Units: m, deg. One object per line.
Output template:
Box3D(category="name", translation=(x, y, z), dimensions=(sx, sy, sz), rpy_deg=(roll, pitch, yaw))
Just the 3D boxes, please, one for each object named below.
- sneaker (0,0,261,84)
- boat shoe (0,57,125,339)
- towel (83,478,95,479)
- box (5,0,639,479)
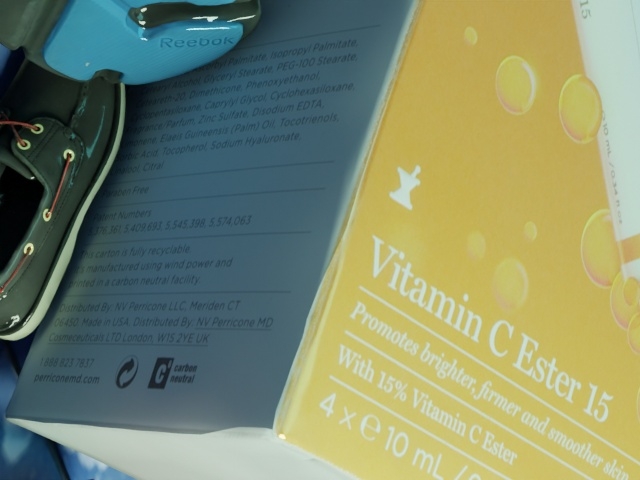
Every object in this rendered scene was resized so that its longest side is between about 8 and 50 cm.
Box3D(category="sneaker", translation=(-0.147, -0.184, 0.565), dimensions=(0.341, 0.125, 0.139), rpy_deg=(41, 35, -48))
Box3D(category="boat shoe", translation=(-0.112, -0.029, 0.659), dimensions=(0.042, 0.049, 0.133), rpy_deg=(38, 66, -60))
Box3D(category="towel", translation=(-0.096, 0.229, 0.601), dimensions=(0.199, 0.031, 0.274), rpy_deg=(11, 70, -78))
Box3D(category="box", translation=(0.053, -0.043, 0.712), dimensions=(0.215, 0.168, 0.345), rpy_deg=(32, 68, -36))
